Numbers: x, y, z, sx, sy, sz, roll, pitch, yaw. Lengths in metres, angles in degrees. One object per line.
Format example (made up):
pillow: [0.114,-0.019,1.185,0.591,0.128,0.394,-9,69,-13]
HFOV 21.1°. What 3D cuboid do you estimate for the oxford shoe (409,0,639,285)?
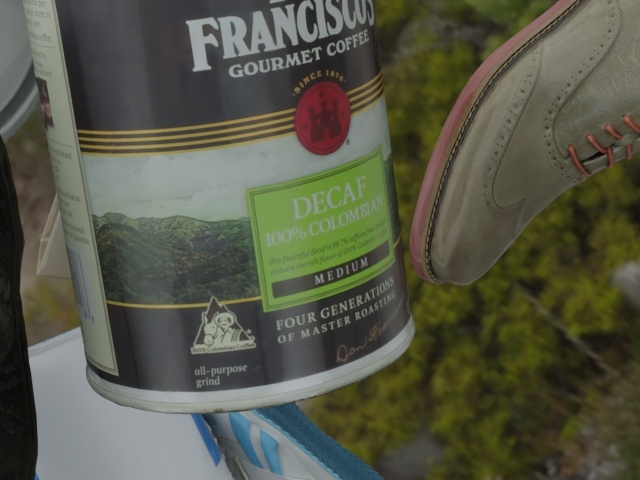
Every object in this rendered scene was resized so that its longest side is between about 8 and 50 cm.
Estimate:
oxford shoe: [0.197,-0.099,1.282,0.130,0.123,0.348,35,91,31]

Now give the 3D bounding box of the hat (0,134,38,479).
hat: [-0.274,0.060,0.951,0.133,0.331,0.331,-4,52,14]

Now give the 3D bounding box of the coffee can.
coffee can: [-0.059,-0.065,0.993,0.201,0.201,0.275,26,127,62]

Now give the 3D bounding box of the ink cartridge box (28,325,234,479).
ink cartridge box: [-0.205,0.261,1.553,0.285,0.166,0.395,63,156,9]

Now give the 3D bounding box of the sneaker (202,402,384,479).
sneaker: [-0.047,0.186,1.467,0.092,0.228,0.087,-49,-6,17]

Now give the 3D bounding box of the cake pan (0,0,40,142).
cake pan: [-0.346,-0.187,1.349,0.293,0.293,0.054,-62,11,-2]

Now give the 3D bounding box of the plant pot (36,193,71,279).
plant pot: [-0.273,-0.013,2.047,0.109,0.096,0.109,-104,33,-65]
